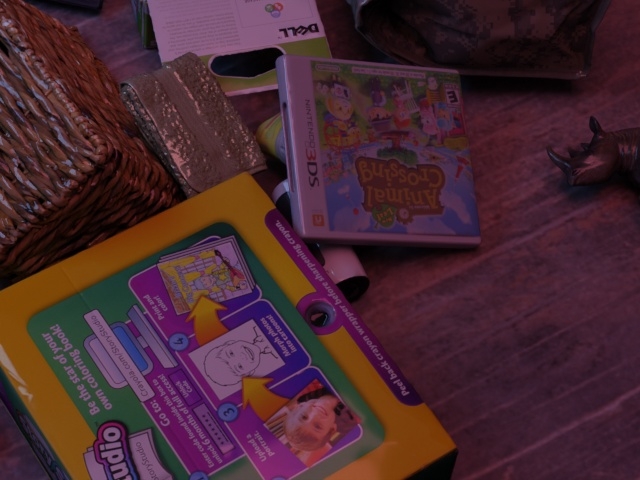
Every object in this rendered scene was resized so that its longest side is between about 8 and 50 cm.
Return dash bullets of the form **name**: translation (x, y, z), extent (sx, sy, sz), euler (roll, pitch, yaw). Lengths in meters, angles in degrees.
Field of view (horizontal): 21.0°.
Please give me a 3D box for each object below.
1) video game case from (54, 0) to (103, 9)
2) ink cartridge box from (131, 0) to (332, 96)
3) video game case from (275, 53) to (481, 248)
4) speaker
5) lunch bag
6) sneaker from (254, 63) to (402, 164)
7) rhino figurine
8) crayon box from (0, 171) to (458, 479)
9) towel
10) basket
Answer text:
- **video game case**: translation (-0.311, -0.406, 1.883), extent (0.196, 0.026, 0.274), euler (12, 102, 4)
- **ink cartridge box**: translation (-0.103, -0.247, 1.871), extent (0.189, 0.097, 0.255), euler (-10, 66, -12)
- **video game case**: translation (0.061, -0.089, 1.749), extent (0.212, 0.023, 0.193), euler (2, 73, -29)
- **speaker**: translation (0.000, 0.000, 1.744), extent (0.055, 0.055, 0.136), euler (-18, 61, -16)
- **lunch bag**: translation (0.150, -0.303, 1.874), extent (0.287, 0.169, 0.235), euler (1, 48, -10)
- **sneaker**: translation (0.015, -0.136, 1.820), extent (0.208, 0.081, 0.094), euler (-24, 21, -37)
- **rhino figurine**: translation (0.357, -0.071, 1.811), extent (0.243, 0.073, 0.106), euler (11, 61, 4)
- **crayon box**: translation (-0.105, 0.151, 1.608), extent (0.313, 0.106, 0.363), euler (-28, 63, -19)
- **towel**: translation (-0.126, -0.115, 1.731), extent (0.110, 0.027, 0.148), euler (-29, 83, -37)
- **basket**: translation (-0.306, -0.090, 1.753), extent (0.213, 0.223, 0.299), euler (-43, 66, 9)
